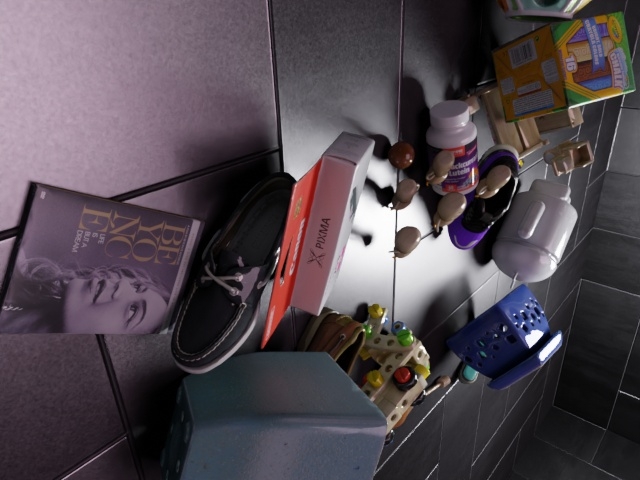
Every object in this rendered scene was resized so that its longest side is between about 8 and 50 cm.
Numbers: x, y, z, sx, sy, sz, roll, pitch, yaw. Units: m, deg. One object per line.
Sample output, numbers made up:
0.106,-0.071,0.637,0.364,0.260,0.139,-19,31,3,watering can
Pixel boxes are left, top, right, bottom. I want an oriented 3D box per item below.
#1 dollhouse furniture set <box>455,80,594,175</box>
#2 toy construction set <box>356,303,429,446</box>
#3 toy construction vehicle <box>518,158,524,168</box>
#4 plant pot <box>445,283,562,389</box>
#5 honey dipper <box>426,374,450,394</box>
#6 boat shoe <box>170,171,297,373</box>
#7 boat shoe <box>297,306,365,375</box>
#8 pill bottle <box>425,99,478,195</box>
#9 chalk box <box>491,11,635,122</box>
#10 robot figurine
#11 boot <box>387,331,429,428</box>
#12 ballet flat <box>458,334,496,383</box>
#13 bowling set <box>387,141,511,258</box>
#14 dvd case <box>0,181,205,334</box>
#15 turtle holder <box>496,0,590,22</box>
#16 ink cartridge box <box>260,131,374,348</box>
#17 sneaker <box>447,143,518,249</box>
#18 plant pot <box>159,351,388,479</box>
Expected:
0.489,-0.265,1.276,0.356,0.174,0.303,-27,101,-21,dollhouse furniture set
0.101,0.299,1.006,0.151,0.215,0.327,42,77,-37,toy construction set
0.609,-0.278,1.504,0.098,0.035,0.085,22,99,-50,toy construction vehicle
0.568,0.300,1.484,0.236,0.212,0.236,-17,152,-45,plant pot
0.346,0.456,1.504,0.161,0.031,0.030,-13,115,-46,honey dipper
-0.117,0.033,0.675,0.091,0.114,0.302,83,29,-61,boat shoe
-0.012,0.283,0.925,0.111,0.105,0.307,22,88,-53,boat shoe
0.290,-0.203,1.079,0.108,0.108,0.193,-44,135,-30,pill bottle
0.575,-0.394,1.120,0.289,0.180,0.179,-17,98,-22,chalk box
0.676,-0.017,1.558,0.300,0.200,0.353,37,76,-53,robot figurine
0.153,0.364,1.185,0.220,0.109,0.283,-34,137,-33,boot
0.540,0.405,1.703,0.213,0.072,0.068,-51,166,-22,ballet flat
0.224,-0.113,1.014,0.287,0.199,0.154,-31,168,-1,bowling set
-0.252,0.035,0.594,0.221,0.018,0.164,14,94,-52,dvd case
0.509,-0.581,1.025,0.321,0.243,0.227,1,107,-13,turtle holder
0.000,0.000,0.732,0.239,0.060,0.275,-59,165,-58,ink cartridge box
0.383,-0.077,1.173,0.146,0.102,0.293,-74,179,-54,sneaker
-0.094,0.308,0.726,0.252,0.247,0.247,13,96,-23,plant pot
